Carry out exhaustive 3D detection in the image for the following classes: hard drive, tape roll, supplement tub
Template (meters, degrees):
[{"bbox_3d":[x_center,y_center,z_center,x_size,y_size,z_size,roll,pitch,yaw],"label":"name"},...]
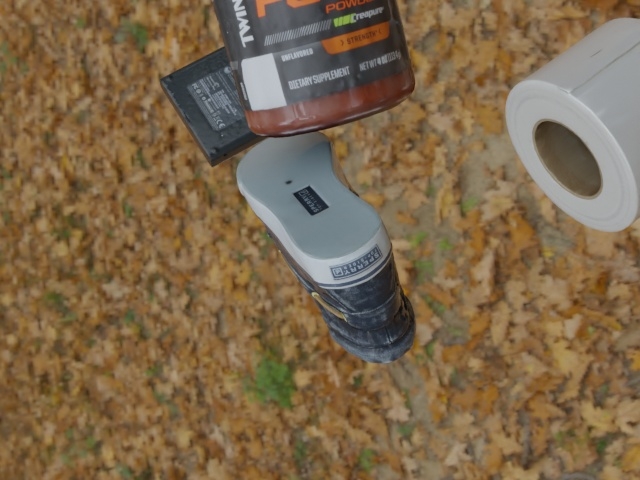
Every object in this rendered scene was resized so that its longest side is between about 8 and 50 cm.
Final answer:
[{"bbox_3d":[-0.063,-0.137,0.858,0.094,0.135,0.022,57,168,15],"label":"hard drive"},{"bbox_3d":[0.396,-0.156,1.297,0.246,0.169,0.246,50,166,17],"label":"tape roll"},{"bbox_3d":[-0.017,-0.165,0.541,0.106,0.106,0.197,5,115,54],"label":"supplement tub"}]

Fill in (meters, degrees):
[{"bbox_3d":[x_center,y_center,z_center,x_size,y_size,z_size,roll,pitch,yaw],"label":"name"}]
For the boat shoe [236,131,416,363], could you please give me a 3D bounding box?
[{"bbox_3d":[0.000,0.000,0.574,0.183,0.065,0.083,-121,8,-58],"label":"boat shoe"}]
